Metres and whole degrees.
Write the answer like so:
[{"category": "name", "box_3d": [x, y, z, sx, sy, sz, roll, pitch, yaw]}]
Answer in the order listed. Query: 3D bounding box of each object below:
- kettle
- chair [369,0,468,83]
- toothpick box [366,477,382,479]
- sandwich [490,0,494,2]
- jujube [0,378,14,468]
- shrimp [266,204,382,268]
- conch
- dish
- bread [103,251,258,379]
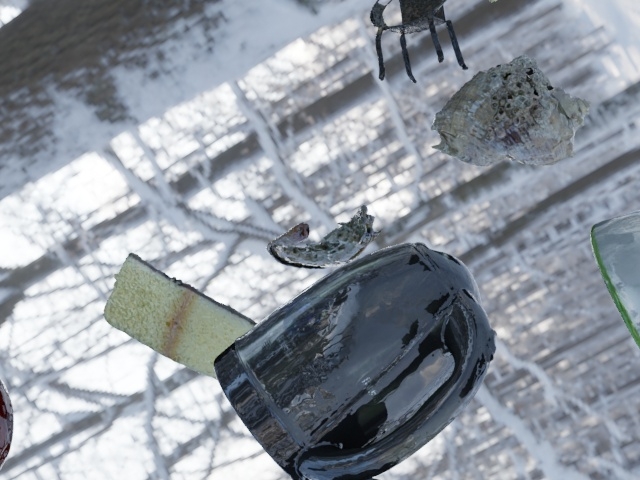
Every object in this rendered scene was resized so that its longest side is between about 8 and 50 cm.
[{"category": "kettle", "box_3d": [0.070, 0.152, 1.421, 0.228, 0.324, 0.321, 48, -176, -29]}, {"category": "chair", "box_3d": [0.178, -0.402, 2.116, 0.149, 0.174, 0.213, 3, -103, -61]}, {"category": "toothpick box", "box_3d": [0.023, 0.469, 1.323, 0.263, 0.263, 0.354, 51, -120, -29]}, {"category": "sandwich", "box_3d": [0.225, -0.344, 1.297, 0.162, 0.058, 0.193, 46, 157, -4]}, {"category": "jujube", "box_3d": [-0.537, 0.289, 1.677, 0.190, 0.190, 0.255, -106, 22, -44]}, {"category": "shrimp", "box_3d": [0.000, -0.001, 1.959, 0.253, 0.173, 0.058, 129, 142, -64]}, {"category": "conch", "box_3d": [0.272, -0.184, 1.688, 0.178, 0.245, 0.163, -113, 6, -61]}, {"category": "dish", "box_3d": [0.405, 0.089, 1.125, 0.324, 0.124, 0.324, 45, -156, -26]}, {"category": "bread", "box_3d": [-0.195, 0.099, 1.816, 0.240, 0.135, 0.178, 28, -158, 5]}]
